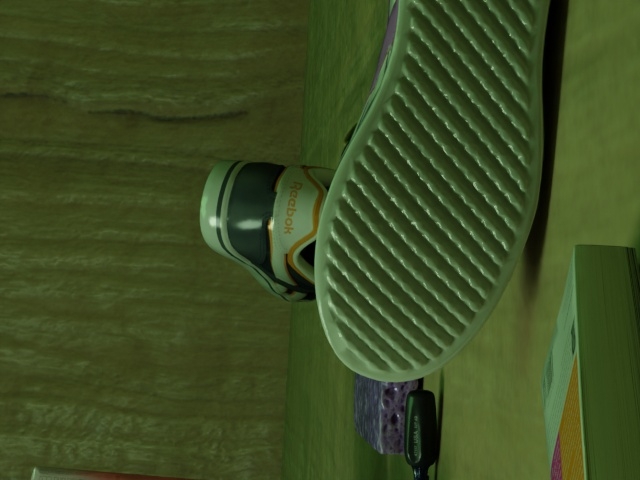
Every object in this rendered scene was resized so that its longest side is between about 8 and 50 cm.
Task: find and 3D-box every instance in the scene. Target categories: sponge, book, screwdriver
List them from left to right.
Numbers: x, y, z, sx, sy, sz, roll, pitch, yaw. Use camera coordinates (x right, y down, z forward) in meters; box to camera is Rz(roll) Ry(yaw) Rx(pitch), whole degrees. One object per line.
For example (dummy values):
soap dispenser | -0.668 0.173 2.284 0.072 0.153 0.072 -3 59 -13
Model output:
sponge | 0.052 0.103 1.207 0.210 0.031 0.117 153 121 -85
screwdriver | 0.071 0.184 1.027 0.024 0.025 0.170 -129 34 -83
book | 0.102 0.087 0.558 0.096 0.035 0.144 94 177 -51

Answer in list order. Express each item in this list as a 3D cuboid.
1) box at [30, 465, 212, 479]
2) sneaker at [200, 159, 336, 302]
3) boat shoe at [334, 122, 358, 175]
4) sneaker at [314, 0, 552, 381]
box | -0.102 0.284 1.305 0.154 0.299 0.142 110 165 -72
sneaker | 0.000 0.000 1.509 0.321 0.127 0.126 21 -103 -69
boat shoe | 0.044 -0.031 1.092 0.228 0.081 0.069 -90 1 -67
sneaker | 0.066 -0.072 0.801 0.161 0.102 0.282 -93 18 -83
